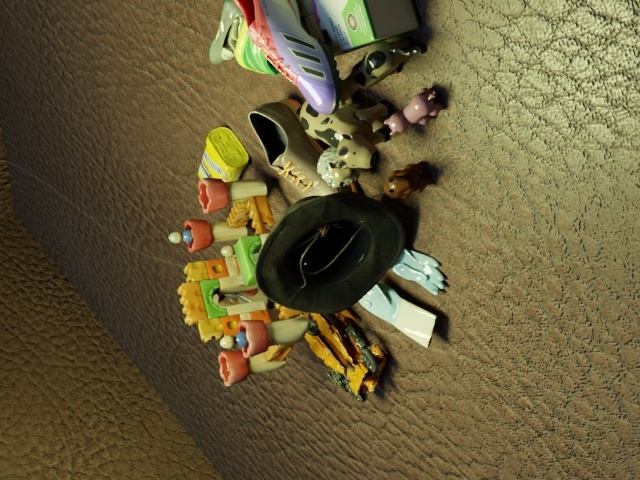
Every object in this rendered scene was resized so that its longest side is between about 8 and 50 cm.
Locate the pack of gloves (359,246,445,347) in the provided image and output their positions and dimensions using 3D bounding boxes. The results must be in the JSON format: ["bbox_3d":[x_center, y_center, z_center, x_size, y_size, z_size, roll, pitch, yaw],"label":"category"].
[{"bbox_3d":[0.173,0.089,1.911,0.232,0.046,0.195,31,122,33],"label":"pack of gloves"}]

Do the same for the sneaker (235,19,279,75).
[{"bbox_3d":[-0.093,-0.476,1.868,0.124,0.109,0.295,29,138,11],"label":"sneaker"}]

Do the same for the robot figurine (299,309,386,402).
[{"bbox_3d":[0.054,0.250,2.163,0.291,0.085,0.211,48,145,27],"label":"robot figurine"}]

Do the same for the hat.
[{"bbox_3d":[0.000,0.000,1.823,0.134,0.332,0.331,-124,28,-44],"label":"hat"}]

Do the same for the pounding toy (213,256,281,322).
[{"bbox_3d":[-0.196,0.125,2.379,0.269,0.154,0.154,46,144,28],"label":"pounding toy"}]

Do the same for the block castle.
[{"bbox_3d":[-0.215,0.098,2.161,0.303,0.213,0.453,124,133,-58],"label":"block castle"}]

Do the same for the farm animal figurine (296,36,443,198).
[{"bbox_3d":[0.070,-0.225,1.710,0.327,0.172,0.330,22,129,49],"label":"farm animal figurine"}]

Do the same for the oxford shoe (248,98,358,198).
[{"bbox_3d":[-0.039,-0.144,1.945,0.130,0.133,0.363,-45,72,38],"label":"oxford shoe"}]

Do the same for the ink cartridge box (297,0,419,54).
[{"bbox_3d":[0.031,-0.451,1.659,0.278,0.117,0.201,-3,108,57],"label":"ink cartridge box"}]

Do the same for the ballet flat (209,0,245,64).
[{"bbox_3d":[-0.206,-0.465,2.053,0.068,0.072,0.213,48,146,15],"label":"ballet flat"}]

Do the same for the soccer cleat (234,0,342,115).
[{"bbox_3d":[-0.068,-0.355,1.622,0.318,0.117,0.108,63,148,16],"label":"soccer cleat"}]

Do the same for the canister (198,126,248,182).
[{"bbox_3d":[-0.257,-0.195,2.321,0.126,0.073,0.170,55,149,16],"label":"canister"}]
